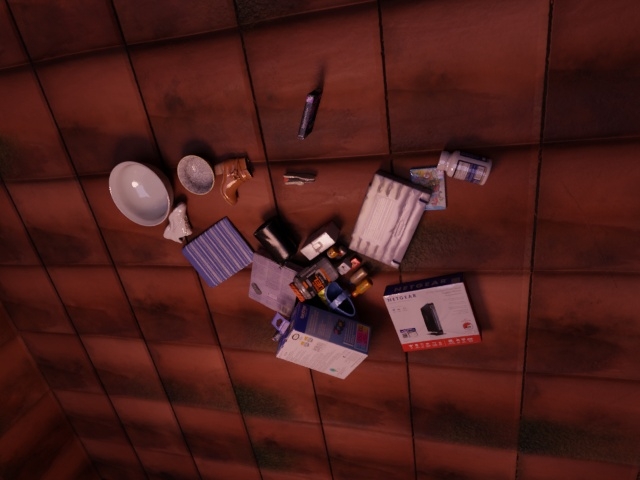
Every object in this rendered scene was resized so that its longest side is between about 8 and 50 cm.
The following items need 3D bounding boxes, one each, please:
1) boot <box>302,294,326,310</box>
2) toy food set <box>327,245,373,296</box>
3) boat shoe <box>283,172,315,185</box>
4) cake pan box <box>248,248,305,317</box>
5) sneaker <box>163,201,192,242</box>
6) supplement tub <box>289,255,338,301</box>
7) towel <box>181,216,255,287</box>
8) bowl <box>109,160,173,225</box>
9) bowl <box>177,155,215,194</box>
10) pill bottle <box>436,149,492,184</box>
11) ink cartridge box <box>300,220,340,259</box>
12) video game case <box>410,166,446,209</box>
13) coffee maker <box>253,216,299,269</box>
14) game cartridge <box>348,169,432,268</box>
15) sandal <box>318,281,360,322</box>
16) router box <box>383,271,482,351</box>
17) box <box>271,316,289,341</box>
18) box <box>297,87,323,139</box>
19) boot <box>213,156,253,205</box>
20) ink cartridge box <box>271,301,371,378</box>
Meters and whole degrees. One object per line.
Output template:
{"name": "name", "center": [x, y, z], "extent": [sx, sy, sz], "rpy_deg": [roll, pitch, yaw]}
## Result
{"name": "boot", "center": [0.007, 0.327, 1.968], "extent": [0.246, 0.094, 0.207], "rpy_deg": [30, 126, 8]}
{"name": "toy food set", "center": [0.108, 0.121, 1.814], "extent": [0.232, 0.111, 0.104], "rpy_deg": [40, 121, -9]}
{"name": "boat shoe", "center": [-0.083, -0.241, 1.720], "extent": [0.137, 0.049, 0.043], "rpy_deg": [6, 122, 18]}
{"name": "cake pan box", "center": [-0.193, 0.195, 1.939], "extent": [0.267, 0.070, 0.245], "rpy_deg": [22, 120, 22]}
{"name": "sneaker", "center": [-0.633, -0.080, 1.976], "extent": [0.115, 0.090, 0.232], "rpy_deg": [28, 131, -6]}
{"name": "supplement tub", "center": [-0.030, 0.161, 1.786], "extent": [0.190, 0.117, 0.117], "rpy_deg": [-38, 104, -7]}
{"name": "towel", "center": [-0.477, 0.063, 2.027], "extent": [0.336, 0.040, 0.243], "rpy_deg": [-31, 103, 27]}
{"name": "bowl", "center": [-0.761, -0.224, 1.902], "extent": [0.298, 0.134, 0.298], "rpy_deg": [8, 119, 14]}
{"name": "bowl", "center": [-0.505, -0.286, 1.816], "extent": [0.170, 0.080, 0.170], "rpy_deg": [8, 119, 14]}
{"name": "pill bottle", "center": [0.494, -0.258, 1.494], "extent": [0.169, 0.094, 0.094], "rpy_deg": [18, 121, 9]}
{"name": "ink cartridge box", "center": [0.000, 0.000, 1.786], "extent": [0.150, 0.109, 0.063], "rpy_deg": [-36, 105, 30]}
{"name": "video game case", "center": [0.402, -0.191, 1.607], "extent": [0.119, 0.015, 0.166], "rpy_deg": [-2, 117, 19]}
{"name": "coffee maker", "center": [-0.185, 0.004, 1.814], "extent": [0.120, 0.171, 0.178], "rpy_deg": [-38, 105, 3]}
{"name": "game cartridge", "center": [0.260, -0.079, 1.681], "extent": [0.230, 0.068, 0.355], "rpy_deg": [26, 124, 12]}
{"name": "sandal", "center": [0.101, 0.306, 1.875], "extent": [0.138, 0.126, 0.317], "rpy_deg": [14, 141, 52]}
{"name": "router box", "center": [0.469, 0.308, 1.814], "extent": [0.335, 0.082, 0.301], "rpy_deg": [-15, 112, 25]}
{"name": "box", "center": [-0.172, 0.411, 2.048], "extent": [0.027, 0.137, 0.094], "rpy_deg": [45, 121, -9]}
{"name": "box", "center": [-0.037, -0.455, 1.550], "extent": [0.029, 0.116, 0.162], "rpy_deg": [22, 122, 4]}
{"name": "boot", "center": [-0.344, -0.245, 1.792], "extent": [0.152, 0.073, 0.197], "rpy_deg": [-10, 116, 18]}
{"name": "ink cartridge box", "center": [-0.020, 0.423, 1.844], "extent": [0.395, 0.151, 0.270], "rpy_deg": [20, 136, -10]}
